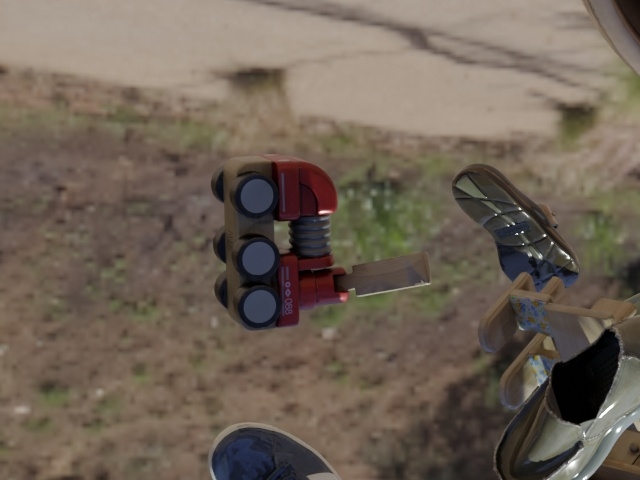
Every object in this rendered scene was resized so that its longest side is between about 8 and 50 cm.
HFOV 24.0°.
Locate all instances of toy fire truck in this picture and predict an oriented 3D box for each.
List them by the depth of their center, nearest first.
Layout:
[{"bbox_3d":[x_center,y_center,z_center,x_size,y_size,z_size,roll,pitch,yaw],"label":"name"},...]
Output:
[{"bbox_3d":[0.000,0.000,1.933,0.246,0.217,0.158,-5,-169,-19],"label":"toy fire truck"}]

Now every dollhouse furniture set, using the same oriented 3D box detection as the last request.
[{"bbox_3d":[0.267,0.175,1.452,0.212,0.242,0.161,8,-139,43],"label":"dollhouse furniture set"}]

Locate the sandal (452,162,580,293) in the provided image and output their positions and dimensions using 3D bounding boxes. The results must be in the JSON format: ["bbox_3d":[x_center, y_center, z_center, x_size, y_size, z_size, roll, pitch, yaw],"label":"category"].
[{"bbox_3d":[0.222,-0.020,1.681,0.090,0.060,0.219,-17,130,39],"label":"sandal"}]

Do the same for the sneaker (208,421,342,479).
[{"bbox_3d":[0.001,0.371,1.940,0.350,0.131,0.148,42,-179,-10],"label":"sneaker"}]

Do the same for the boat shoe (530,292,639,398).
[{"bbox_3d":[0.330,0.134,1.740,0.227,0.081,0.069,-40,177,-5],"label":"boat shoe"}]

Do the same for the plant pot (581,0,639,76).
[{"bbox_3d":[0.260,-0.208,0.917,0.263,0.263,0.229,1,-167,-3],"label":"plant pot"}]

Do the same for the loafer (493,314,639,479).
[{"bbox_3d":[0.221,0.141,1.327,0.087,0.094,0.251,11,134,-31],"label":"loafer"}]
